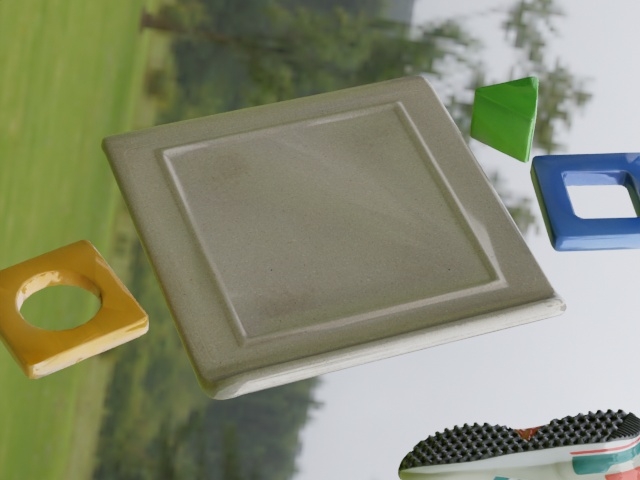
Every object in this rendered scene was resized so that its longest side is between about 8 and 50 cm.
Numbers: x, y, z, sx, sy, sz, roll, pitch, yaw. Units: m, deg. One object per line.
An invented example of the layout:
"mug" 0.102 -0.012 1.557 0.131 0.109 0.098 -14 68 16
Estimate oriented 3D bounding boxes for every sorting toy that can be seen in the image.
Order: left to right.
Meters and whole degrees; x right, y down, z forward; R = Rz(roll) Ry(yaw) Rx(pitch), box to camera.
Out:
"sorting toy" 0.000 0.000 0.868 0.047 0.347 0.196 94 -24 -43

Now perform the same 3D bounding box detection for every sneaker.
"sneaker" 0.127 0.153 1.073 0.057 0.161 0.075 -44 120 -63
